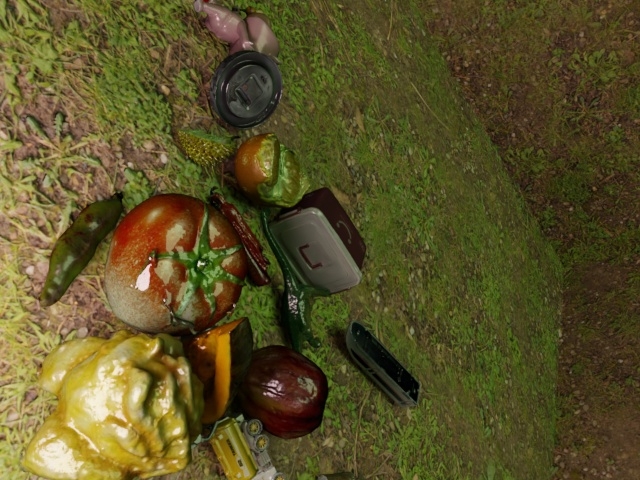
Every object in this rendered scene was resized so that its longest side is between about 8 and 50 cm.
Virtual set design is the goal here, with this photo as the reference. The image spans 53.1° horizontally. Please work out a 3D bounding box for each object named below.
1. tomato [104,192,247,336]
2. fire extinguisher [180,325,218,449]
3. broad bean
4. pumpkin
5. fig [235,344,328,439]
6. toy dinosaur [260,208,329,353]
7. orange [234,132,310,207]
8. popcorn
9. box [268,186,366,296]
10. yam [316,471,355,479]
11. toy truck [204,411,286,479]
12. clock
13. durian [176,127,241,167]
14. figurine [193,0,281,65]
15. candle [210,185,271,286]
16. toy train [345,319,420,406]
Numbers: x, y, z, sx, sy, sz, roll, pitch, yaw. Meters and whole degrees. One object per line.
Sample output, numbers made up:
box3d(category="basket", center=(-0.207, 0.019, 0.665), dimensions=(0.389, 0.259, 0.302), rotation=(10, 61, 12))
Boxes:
box3d(category="tomato", center=(-0.314, 0.060, 1.365), dimensions=(0.303, 0.239, 0.303), rotation=(6, 82, -44))
box3d(category="fire extinguisher", center=(-0.275, 0.335, 1.431), dimensions=(0.118, 0.093, 0.294), rotation=(13, 66, -32))
box3d(category="broad bean", center=(-0.486, -0.001, 1.306), dimensions=(0.077, 0.061, 0.339), rotation=(62, 36, -36))
box3d(category="pumpkin", center=(-0.208, 0.268, 1.323), dimensions=(0.148, 0.312, 0.169), rotation=(-31, 94, -48))
box3d(category="fig", center=(-0.093, 0.365, 1.564), dimensions=(0.263, 0.224, 0.224), rotation=(47, 44, -23))
box3d(category="toy dinosaur", center=(-0.091, 0.168, 1.720), dimensions=(0.301, 0.087, 0.447), rotation=(34, 57, -52))
box3d(category="orange", center=(-0.146, -0.183, 1.739), dimensions=(0.237, 0.158, 0.179), rotation=(29, 55, -60))
box3d(category="popcorn", center=(-0.361, 0.323, 1.155), dimensions=(0.325, 0.290, 0.321), rotation=(-16, 90, -54))
box3d(category="box", center=(0.000, 0.000, 1.855), dimensions=(0.294, 0.193, 0.167), rotation=(57, 31, -23))
box3d(category="yam", center=(0.046, 0.669, 1.768), dimensions=(0.132, 0.054, 0.054), rotation=(20, 62, -48))
box3d(category="toy truck", center=(-0.178, 0.506, 1.490), dimensions=(0.114, 0.098, 0.227), rotation=(-28, 98, -33))
box3d(category="clock", center=(-0.202, -0.411, 1.748), dimensions=(0.215, 0.042, 0.215), rotation=(-22, 130, -29))
box3d(category="durian", center=(-0.278, -0.251, 1.670), dimensions=(0.215, 0.086, 0.100), rotation=(1, 63, -51))
box3d(category="figurine", center=(-0.224, -0.597, 1.798), dimensions=(0.287, 0.176, 0.186), rotation=(38, 73, -21))
box3d(category="candle", center=(-0.209, -0.009, 1.679), dimensions=(0.302, 0.059, 0.084), rotation=(61, 23, -19))
box3d(category="toy train", center=(0.177, 0.386, 2.017), dimensions=(0.407, 0.088, 0.086), rotation=(49, 41, -31))
